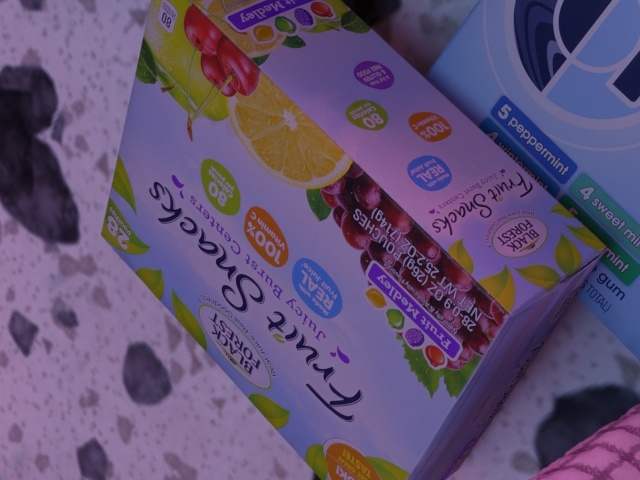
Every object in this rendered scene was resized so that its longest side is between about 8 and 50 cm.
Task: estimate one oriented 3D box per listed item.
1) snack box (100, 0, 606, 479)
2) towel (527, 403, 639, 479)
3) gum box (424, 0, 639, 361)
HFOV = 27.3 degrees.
[{"bbox_3d":[0.000,0.000,0.580,0.207,0.070,0.174,47,142,20],"label":"snack box"},{"bbox_3d":[0.169,0.185,0.424,0.283,0.235,0.121,43,128,21],"label":"towel"},{"bbox_3d":[0.138,-0.066,0.506,0.157,0.041,0.184,47,125,19],"label":"gum box"}]
